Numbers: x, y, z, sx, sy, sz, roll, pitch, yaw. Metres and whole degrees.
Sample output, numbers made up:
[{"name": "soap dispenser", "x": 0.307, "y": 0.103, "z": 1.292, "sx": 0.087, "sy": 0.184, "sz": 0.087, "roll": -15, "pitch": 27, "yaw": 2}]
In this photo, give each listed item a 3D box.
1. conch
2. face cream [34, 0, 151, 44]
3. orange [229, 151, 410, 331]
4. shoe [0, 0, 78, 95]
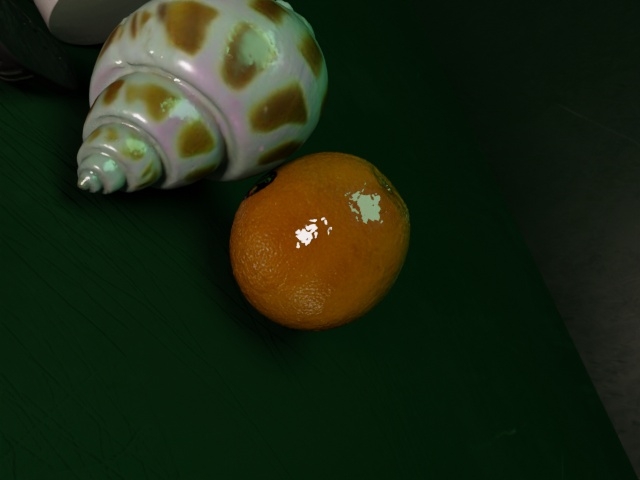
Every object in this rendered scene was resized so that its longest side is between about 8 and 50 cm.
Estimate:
[{"name": "conch", "x": -0.122, "y": -0.158, "z": 0.890, "sx": 0.368, "sy": 0.249, "sz": 0.197, "roll": -16, "pitch": 105, "yaw": -50}, {"name": "face cream", "x": -0.224, "y": -0.308, "z": 0.863, "sx": 0.152, "sy": 0.177, "sz": 0.177, "roll": 62, "pitch": 23, "yaw": 6}, {"name": "orange", "x": 0.000, "y": 0.000, "z": 0.935, "sx": 0.206, "sy": 0.206, "sz": 0.206, "roll": 45, "pitch": 27, "yaw": -31}, {"name": "shoe", "x": -0.277, "y": -0.168, "z": 0.766, "sx": 0.179, "sy": 0.049, "sz": 0.071, "roll": 39, "pitch": 30, "yaw": -79}]
